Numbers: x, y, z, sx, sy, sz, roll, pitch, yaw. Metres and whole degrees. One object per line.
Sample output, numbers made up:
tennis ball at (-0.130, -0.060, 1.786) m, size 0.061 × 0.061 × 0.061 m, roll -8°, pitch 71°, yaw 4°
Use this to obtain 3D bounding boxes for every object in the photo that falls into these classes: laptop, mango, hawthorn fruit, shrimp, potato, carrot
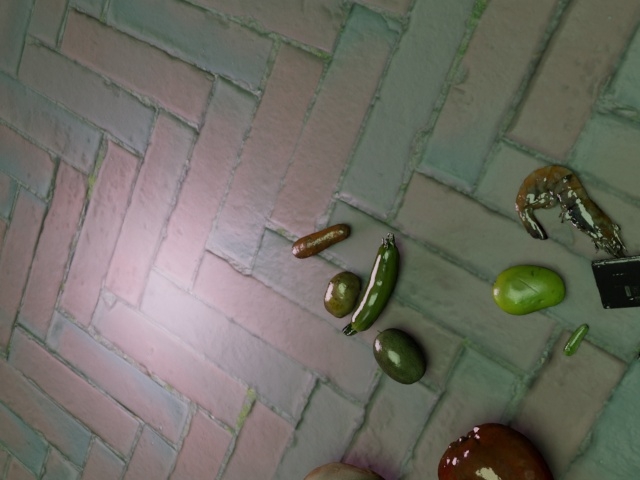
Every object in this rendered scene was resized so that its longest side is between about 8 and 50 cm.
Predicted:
laptop at (0.701, 0.090, 1.469) m, size 0.180 × 0.016 × 0.129 m, roll -11°, pitch 112°, yaw 35°
mango at (0.490, 0.113, 1.584) m, size 0.163 × 0.089 × 0.117 m, roll -20°, pitch 77°, yaw 16°
hawthorn fruit at (0.416, 0.559, 1.576) m, size 0.262 × 0.258 × 0.258 m, roll 43°, pitch 115°, yaw -13°
shrimp at (0.573, -0.036, 1.544) m, size 0.169 × 0.058 × 0.296 m, roll -45°, pitch 71°, yaw 33°
potato at (0.057, 0.149, 1.817) m, size 0.092 × 0.070 × 0.137 m, roll 25°, pitch 107°, yaw 15°
carrot at (0.000, 0.000, 1.842) m, size 0.186 × 0.060 × 0.060 m, roll -25°, pitch 83°, yaw 27°

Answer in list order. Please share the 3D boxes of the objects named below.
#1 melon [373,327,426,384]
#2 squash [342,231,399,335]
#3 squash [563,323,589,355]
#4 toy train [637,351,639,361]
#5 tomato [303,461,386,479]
melon at (0.202, 0.295, 1.731) m, size 0.114 × 0.114 × 0.167 m, roll -46°, pitch 74°, yaw 23°
squash at (0.150, 0.127, 1.765) m, size 0.080 × 0.071 × 0.318 m, roll 27°, pitch 109°, yaw 14°
squash at (0.598, 0.233, 1.566) m, size 0.027 × 0.027 × 0.089 m, roll 32°, pitch 106°, yaw 22°
toy train at (0.790, 0.269, 1.441) m, size 0.188 × 0.072 × 0.099 m, roll 20°, pitch 104°, yaw 25°
tomato at (0.060, 0.715, 1.743) m, size 0.304 × 0.303 × 0.238 m, roll 7°, pitch 102°, yaw 27°
